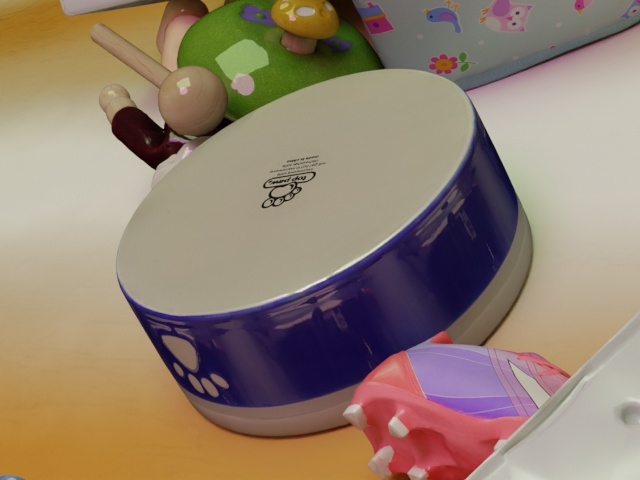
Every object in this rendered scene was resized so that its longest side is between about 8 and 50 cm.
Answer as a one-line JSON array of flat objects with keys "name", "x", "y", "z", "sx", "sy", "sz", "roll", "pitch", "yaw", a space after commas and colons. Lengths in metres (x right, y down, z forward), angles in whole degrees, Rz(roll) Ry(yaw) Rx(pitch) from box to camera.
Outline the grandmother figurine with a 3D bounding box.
[{"name": "grandmother figurine", "x": -0.087, "y": -0.108, "z": 1.093, "sx": 0.207, "sy": 0.104, "sz": 0.342, "roll": -12, "pitch": 35, "yaw": 9}]

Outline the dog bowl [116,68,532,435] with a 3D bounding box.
[{"name": "dog bowl", "x": 0.000, "y": 0.000, "z": 0.845, "sx": 0.264, "sy": 0.104, "sz": 0.265, "roll": -21, "pitch": 31, "yaw": 13}]

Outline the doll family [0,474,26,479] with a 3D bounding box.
[{"name": "doll family", "x": -0.082, "y": 0.218, "z": 0.604, "sx": 0.262, "sy": 0.118, "sz": 0.163, "roll": 1, "pitch": 31, "yaw": 13}]

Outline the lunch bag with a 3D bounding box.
[{"name": "lunch bag", "x": 0.147, "y": -0.257, "z": 0.993, "sx": 0.262, "sy": 0.223, "sz": 0.160, "roll": -15, "pitch": 40, "yaw": 22}]

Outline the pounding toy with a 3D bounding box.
[{"name": "pounding toy", "x": -0.040, "y": -0.171, "z": 1.014, "sx": 0.236, "sy": 0.110, "sz": 0.183, "roll": -8, "pitch": 41, "yaw": -34}]

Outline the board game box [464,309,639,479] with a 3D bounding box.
[{"name": "board game box", "x": 0.291, "y": 0.100, "z": 0.431, "sx": 0.390, "sy": 0.050, "sz": 0.390, "roll": -40, "pitch": 45, "yaw": -19}]

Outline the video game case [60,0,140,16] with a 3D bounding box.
[{"name": "video game case", "x": -0.044, "y": -0.283, "z": 1.258, "sx": 0.329, "sy": 0.036, "sz": 0.300, "roll": -5, "pitch": 12, "yaw": 34}]

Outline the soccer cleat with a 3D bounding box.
[{"name": "soccer cleat", "x": 0.118, "y": 0.095, "z": 0.634, "sx": 0.248, "sy": 0.083, "sz": 0.095, "roll": 7, "pitch": 40, "yaw": 49}]
